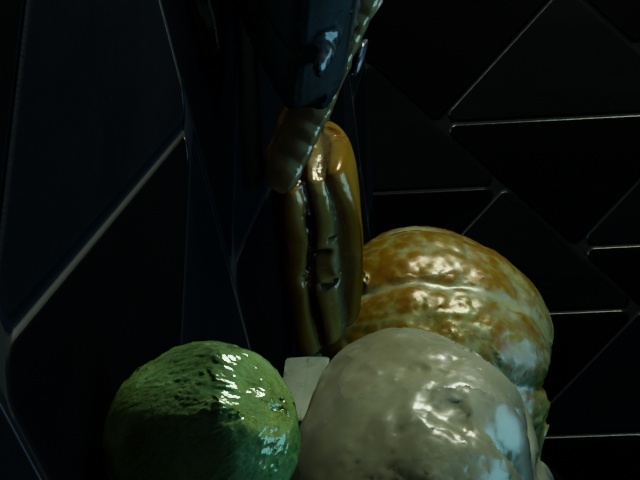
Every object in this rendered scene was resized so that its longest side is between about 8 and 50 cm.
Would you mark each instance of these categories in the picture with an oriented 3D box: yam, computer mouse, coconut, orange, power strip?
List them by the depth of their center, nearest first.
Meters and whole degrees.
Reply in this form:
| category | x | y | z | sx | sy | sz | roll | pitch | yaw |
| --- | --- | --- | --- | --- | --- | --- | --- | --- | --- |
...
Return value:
| category | x | y | z | sx | sy | sz | roll | pitch | yaw |
| --- | --- | --- | --- | --- | --- | --- | --- | --- | --- |
| coconut | -0.054 | 0.089 | 0.764 | 0.088 | 0.096 | 0.088 | 40 | 25 | -23 |
| yam | -0.073 | -0.144 | 1.073 | 0.107 | 0.014 | 0.014 | 80 | 9 | -62 |
| computer mouse | -0.013 | -0.253 | 1.222 | 0.188 | 0.121 | 0.371 | 95 | 0 | -53 |
| power strip | -0.010 | 0.144 | 1.515 | 0.175 | 0.042 | 0.075 | -82 | 170 | -63 |
| orange | 0.114 | 0.148 | 1.817 | 0.329 | 0.249 | 0.329 | 3 | 90 | -80 |

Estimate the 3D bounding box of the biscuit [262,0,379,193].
| category | x | y | z | sx | sy | sz | roll | pitch | yaw |
| --- | --- | --- | --- | --- | --- | --- | --- | --- | --- |
| biscuit | 0.012 | -0.156 | 1.375 | 0.160 | 0.030 | 0.250 | -115 | -132 | -83 |

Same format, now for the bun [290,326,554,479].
| category | x | y | z | sx | sy | sz | roll | pitch | yaw |
| --- | --- | --- | --- | --- | --- | --- | --- | --- | --- |
| bun | 0.089 | 0.251 | 1.371 | 0.360 | 0.211 | 0.360 | 2 | 90 | -77 |

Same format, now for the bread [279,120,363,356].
| category | x | y | z | sx | sy | sz | roll | pitch | yaw |
| --- | --- | --- | --- | --- | --- | --- | --- | --- | --- |
| bread | 0.000 | 0.000 | 1.595 | 0.116 | 0.077 | 0.200 | -100 | -175 | -57 |

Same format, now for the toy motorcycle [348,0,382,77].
| category | x | y | z | sx | sy | sz | roll | pitch | yaw |
| --- | --- | --- | --- | --- | --- | --- | --- | --- | --- |
| toy motorcycle | 0.010 | -0.245 | 1.639 | 0.298 | 0.089 | 0.171 | 73 | 29 | -79 |
